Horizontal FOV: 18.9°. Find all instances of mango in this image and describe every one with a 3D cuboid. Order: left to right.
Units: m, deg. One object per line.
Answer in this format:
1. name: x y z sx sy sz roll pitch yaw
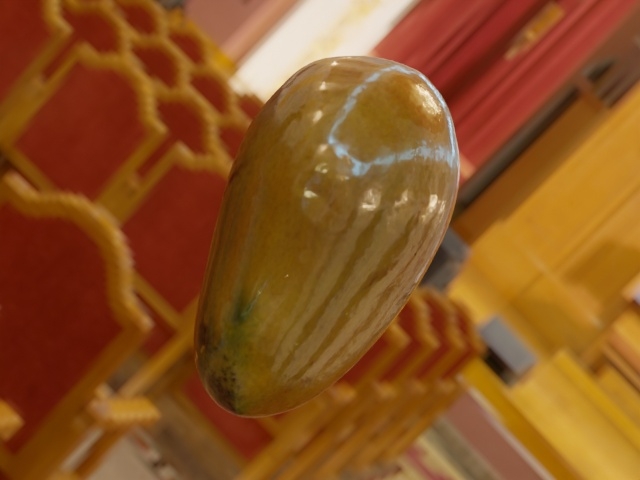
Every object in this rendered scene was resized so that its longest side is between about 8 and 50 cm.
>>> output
1. mango: 0.000 0.000 1.564 0.173 0.317 0.211 24 -7 21
